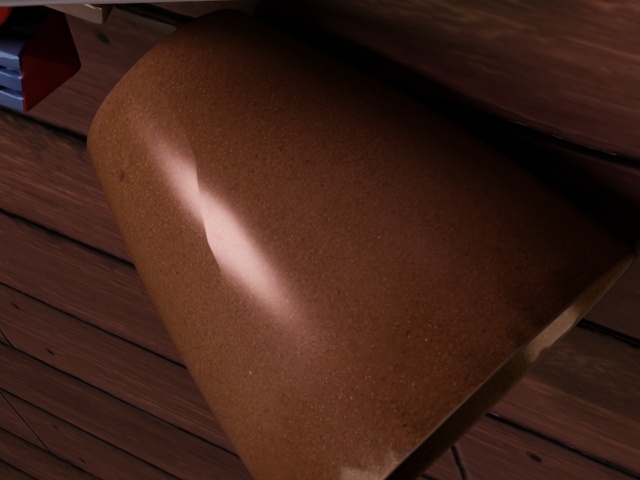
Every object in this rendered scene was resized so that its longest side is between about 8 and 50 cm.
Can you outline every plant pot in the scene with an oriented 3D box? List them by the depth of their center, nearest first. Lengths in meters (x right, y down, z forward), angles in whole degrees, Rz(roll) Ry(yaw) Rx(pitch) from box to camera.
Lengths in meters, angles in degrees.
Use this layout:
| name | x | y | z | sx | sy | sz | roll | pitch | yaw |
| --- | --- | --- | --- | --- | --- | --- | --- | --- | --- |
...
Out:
| name | x | y | z | sx | sy | sz | roll | pitch | yaw |
| --- | --- | --- | --- | --- | --- | --- | --- | --- | --- |
| plant pot | 0.000 | 0.000 | 0.833 | 0.254 | 0.237 | 0.237 | 47 | 159 | 11 |

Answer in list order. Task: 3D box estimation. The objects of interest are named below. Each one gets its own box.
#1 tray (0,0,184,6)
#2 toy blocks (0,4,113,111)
| name | x | y | z | sx | sy | sz | roll | pitch | yaw |
| --- | --- | --- | --- | --- | --- | --- | --- | --- | --- |
| tray | -0.045 | -0.160 | 0.640 | 0.270 | 0.030 | 0.145 | -1 | 144 | 3 |
| toy blocks | -0.189 | -0.203 | 0.746 | 0.261 | 0.190 | 0.381 | 19 | 146 | 5 |
